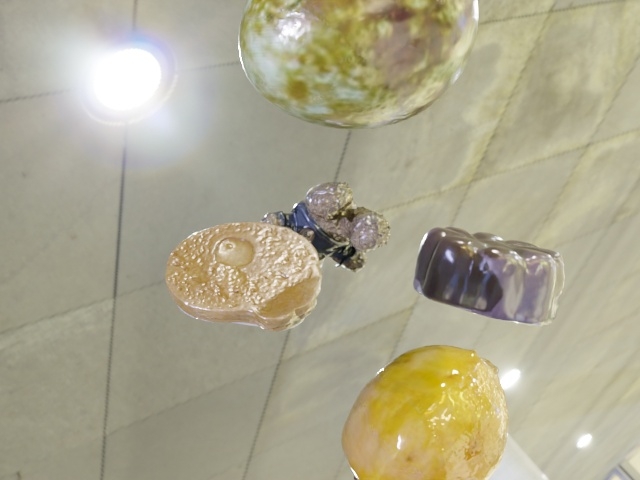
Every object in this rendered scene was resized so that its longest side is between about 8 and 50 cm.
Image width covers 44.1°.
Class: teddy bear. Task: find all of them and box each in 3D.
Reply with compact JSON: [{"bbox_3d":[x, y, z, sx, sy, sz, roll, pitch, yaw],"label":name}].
[{"bbox_3d":[0.007,-0.016,1.197,0.251,0.182,0.129,-35,-155,47],"label":"teddy bear"}]

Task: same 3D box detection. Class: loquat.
[{"bbox_3d":[0.125,0.230,0.941,0.234,0.176,0.187,-47,131,-4],"label":"loquat"}]

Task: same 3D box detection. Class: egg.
[{"bbox_3d":[0.038,-0.240,0.875,0.290,0.238,0.238,-22,145,-34],"label":"egg"}]

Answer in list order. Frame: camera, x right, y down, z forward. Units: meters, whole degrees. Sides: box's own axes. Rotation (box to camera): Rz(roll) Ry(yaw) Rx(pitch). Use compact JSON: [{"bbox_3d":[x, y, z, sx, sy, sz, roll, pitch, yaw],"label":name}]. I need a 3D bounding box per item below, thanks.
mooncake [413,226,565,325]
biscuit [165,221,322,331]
[{"bbox_3d":[0.352,0.070,1.641,0.306,0.306,0.154,0,104,-48],"label":"mooncake"},{"bbox_3d":[-0.100,0.049,1.049,0.208,0.181,0.049,3,131,8],"label":"biscuit"}]
